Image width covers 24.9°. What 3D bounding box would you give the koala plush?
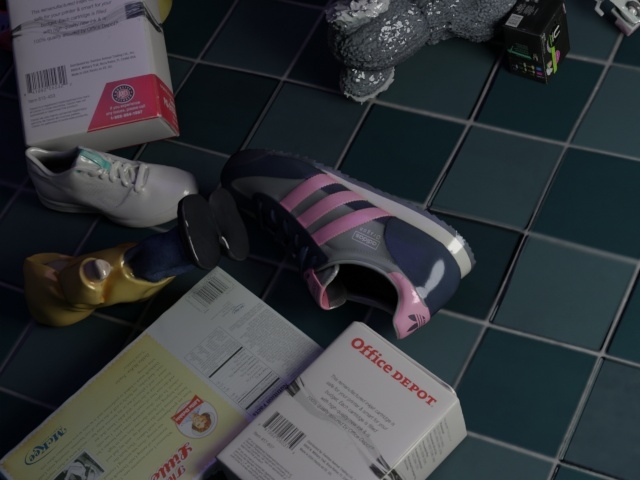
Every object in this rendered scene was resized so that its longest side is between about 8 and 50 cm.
[{"bbox_3d":[0.097,-0.275,1.694,0.221,0.196,0.203,-39,64,-18],"label":"koala plush"}]

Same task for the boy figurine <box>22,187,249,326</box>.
[{"bbox_3d":[-0.211,0.025,1.583,0.285,0.177,0.092,-17,90,36],"label":"boy figurine"}]

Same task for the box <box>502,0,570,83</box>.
[{"bbox_3d":[0.252,-0.236,1.682,0.052,0.083,0.062,21,63,28],"label":"box"}]

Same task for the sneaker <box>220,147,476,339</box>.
[{"bbox_3d":[0.000,0.000,1.562,0.319,0.112,0.131,22,60,29],"label":"sneaker"}]

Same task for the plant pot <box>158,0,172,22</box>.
[{"bbox_3d":[-0.272,-0.334,1.890,0.134,0.095,0.134,-8,53,11],"label":"plant pot"}]

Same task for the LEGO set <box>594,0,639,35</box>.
[{"bbox_3d":[0.427,-0.362,1.742,0.287,0.107,0.132,-33,88,-15],"label":"LEGO set"}]

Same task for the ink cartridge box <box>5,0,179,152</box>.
[{"bbox_3d":[-0.280,-0.233,1.763,0.172,0.100,0.237,-11,78,7],"label":"ink cartridge box"}]

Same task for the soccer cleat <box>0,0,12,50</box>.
[{"bbox_3d":[-0.367,-0.359,1.934,0.083,0.095,0.248,16,61,25],"label":"soccer cleat"}]

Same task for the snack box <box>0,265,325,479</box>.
[{"bbox_3d":[-0.157,0.189,1.499,0.322,0.060,0.187,-42,54,-16],"label":"snack box"}]

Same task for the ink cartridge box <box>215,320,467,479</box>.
[{"bbox_3d":[0.024,0.202,1.424,0.203,0.086,0.148,-42,56,-17],"label":"ink cartridge box"}]

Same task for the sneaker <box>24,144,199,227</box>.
[{"bbox_3d":[-0.250,-0.073,1.695,0.212,0.094,0.080,3,54,17],"label":"sneaker"}]
